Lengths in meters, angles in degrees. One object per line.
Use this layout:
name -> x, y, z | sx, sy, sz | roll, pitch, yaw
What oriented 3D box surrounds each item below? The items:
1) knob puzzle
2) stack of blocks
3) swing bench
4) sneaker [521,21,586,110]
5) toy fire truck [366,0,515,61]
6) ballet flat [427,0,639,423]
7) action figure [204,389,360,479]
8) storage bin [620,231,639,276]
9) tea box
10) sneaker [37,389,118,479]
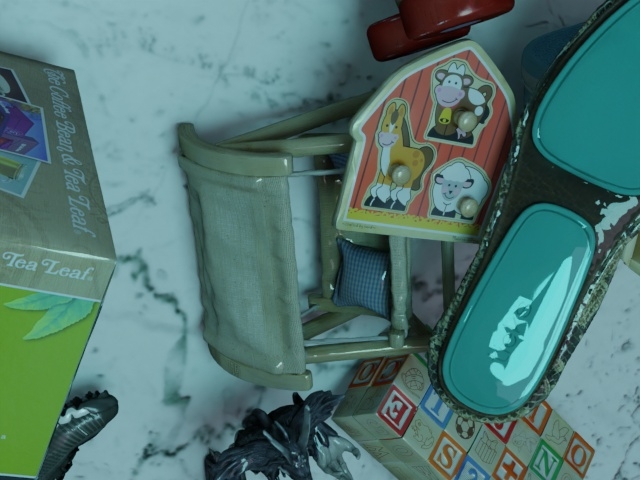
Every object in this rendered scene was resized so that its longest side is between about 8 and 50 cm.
knob puzzle -> 0.114, -0.090, 1.022 | 0.213, 0.030, 0.213 | -10, 116, -22
stack of blocks -> 0.174, 0.228, 1.288 | 0.297, 0.087, 0.171 | 44, 57, -19
swing bench -> 0.000, 0.000, 1.131 | 0.255, 0.165, 0.253 | -14, 116, -17
sneaker -> 0.350, -0.146, 1.243 | 0.319, 0.127, 0.208 | -15, 127, -22
toy fire truck -> 0.160, -0.288, 1.011 | 0.254, 0.302, 0.169 | -19, 95, -10
ballet flat -> 0.246, -0.050, 1.056 | 0.164, 0.182, 0.482 | 28, 104, 5
action figure -> -0.040, 0.240, 1.152 | 0.164, 0.276, 0.141 | -37, 87, -21
storage bin -> 0.446, -0.102, 1.167 | 0.260, 0.123, 0.262 | -14, 127, -26
tea box -> -0.329, 0.036, 0.893 | 0.220, 0.329, 0.323 | 13, 116, -25
sneaker -> -0.300, 0.247, 1.148 | 0.234, 0.078, 0.106 | -32, 92, -3
